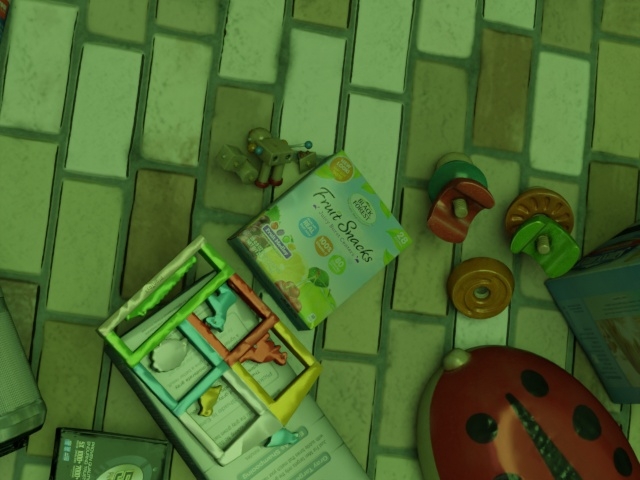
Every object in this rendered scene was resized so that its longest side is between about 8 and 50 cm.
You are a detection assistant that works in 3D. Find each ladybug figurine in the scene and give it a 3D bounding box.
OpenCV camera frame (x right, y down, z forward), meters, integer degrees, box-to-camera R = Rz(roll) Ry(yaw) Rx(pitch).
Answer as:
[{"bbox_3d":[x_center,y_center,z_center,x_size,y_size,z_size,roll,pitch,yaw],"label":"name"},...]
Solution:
[{"bbox_3d":[0.321,0.342,2.003,0.305,0.162,0.449,-40,95,-16],"label":"ladybug figurine"}]

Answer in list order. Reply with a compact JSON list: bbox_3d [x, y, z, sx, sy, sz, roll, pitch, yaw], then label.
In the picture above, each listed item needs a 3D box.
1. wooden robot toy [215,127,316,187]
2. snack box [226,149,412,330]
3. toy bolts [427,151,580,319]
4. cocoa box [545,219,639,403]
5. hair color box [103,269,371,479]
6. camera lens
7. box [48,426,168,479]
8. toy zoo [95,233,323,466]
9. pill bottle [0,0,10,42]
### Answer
[{"bbox_3d":[-0.088,-0.126,2.004,0.173,0.076,0.079,-9,45,-39],"label":"wooden robot toy"},{"bbox_3d":[0.000,0.000,2.001,0.207,0.070,0.174,-41,98,-18],"label":"snack box"},{"bbox_3d":[0.240,-0.025,2.068,0.228,0.158,0.218,36,115,-19],"label":"toy bolts"},{"bbox_3d":[0.528,0.087,1.996,0.228,0.347,0.231,-31,92,-16],"label":"cocoa box"},{"bbox_3d":[-0.113,0.245,1.918,0.185,0.113,0.374,-36,93,-17],"label":"hair color box"},{"bbox_3d":[-0.489,0.159,1.767,0.219,0.219,0.274,-21,89,-17],"label":"camera lens"},{"bbox_3d":[-0.294,0.349,1.872,0.147,0.077,0.180,10,80,-15],"label":"box"},{"bbox_3d":[-0.131,0.162,1.848,0.192,0.030,0.293,-44,96,-17],"label":"toy zoo"},{"bbox_3d":[-0.488,-0.303,1.874,0.124,0.124,0.221,13,81,-14],"label":"pill bottle"}]
